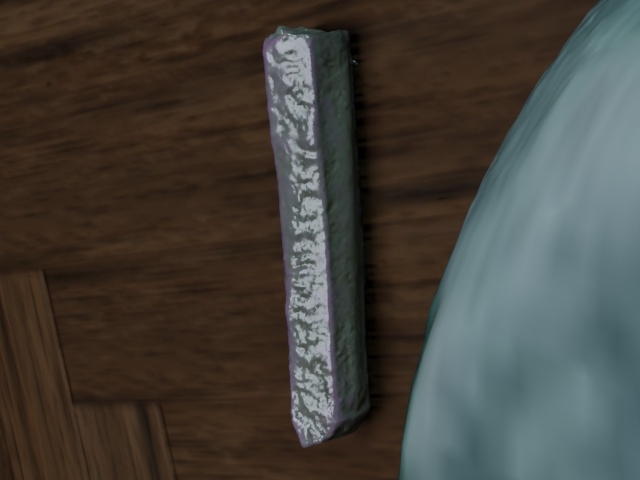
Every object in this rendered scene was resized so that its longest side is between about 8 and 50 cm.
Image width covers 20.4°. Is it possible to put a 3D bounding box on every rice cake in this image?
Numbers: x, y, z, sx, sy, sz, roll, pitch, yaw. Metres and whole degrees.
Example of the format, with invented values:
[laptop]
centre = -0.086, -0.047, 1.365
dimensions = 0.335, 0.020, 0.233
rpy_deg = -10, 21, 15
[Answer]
[rice cake]
centre = 0.000, 0.000, 0.847
dimensions = 0.036, 0.047, 0.206
rpy_deg = 7, 108, 38

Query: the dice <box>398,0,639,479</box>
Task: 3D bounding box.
[dice]
centre = 0.236, 0.097, 0.424
dimensions = 0.328, 0.330, 0.348
rpy_deg = 12, 112, 44
